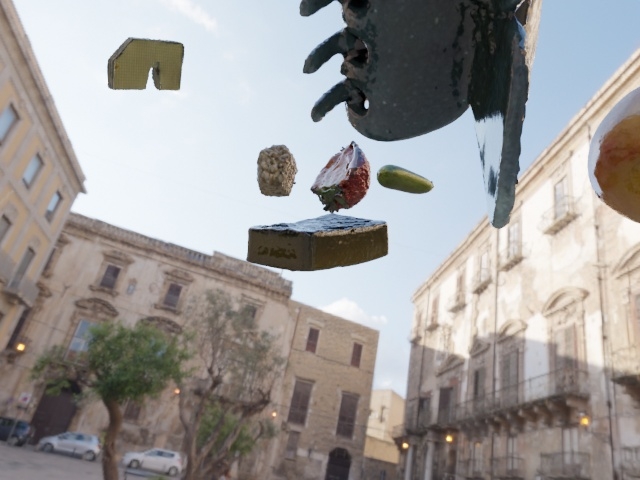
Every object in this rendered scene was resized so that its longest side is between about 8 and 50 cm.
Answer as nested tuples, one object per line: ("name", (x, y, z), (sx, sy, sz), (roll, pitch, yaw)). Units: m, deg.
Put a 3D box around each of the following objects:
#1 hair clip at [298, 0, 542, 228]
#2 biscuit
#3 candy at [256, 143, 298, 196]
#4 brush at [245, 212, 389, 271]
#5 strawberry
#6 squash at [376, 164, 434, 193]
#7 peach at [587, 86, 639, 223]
("hair clip", (0.116, -0.254, 0.529), (0.238, 0.392, 0.319), (10, -45, 19))
("biscuit", (-0.499, -0.503, 1.426), (0.046, 0.250, 0.147), (23, -63, 26))
("candy", (-0.091, -0.141, 1.013), (0.085, 0.096, 0.110), (2, -9, 1))
("brush", (0.000, 0.000, 0.705), (0.123, 0.059, 0.197), (7, 11, 40))
("strawberry", (0.052, -0.126, 1.044), (0.140, 0.192, 0.085), (-40, -65, 8))
("squash", (0.233, -0.164, 1.352), (0.201, 0.066, 0.066), (7, -20, -34))
("peach", (0.686, -0.165, 1.003), (0.288, 0.289, 0.308), (13, 1, 0))
